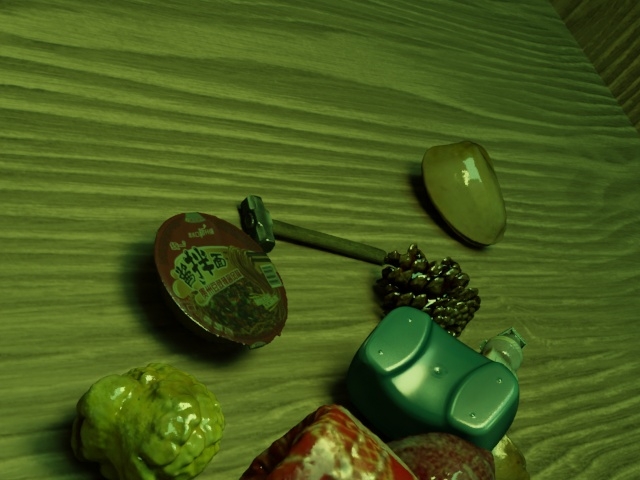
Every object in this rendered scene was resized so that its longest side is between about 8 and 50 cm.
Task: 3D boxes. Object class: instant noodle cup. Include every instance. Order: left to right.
[{"bbox_3d":[-0.186,0.083,1.922,0.274,0.091,0.274,28,38,-25],"label":"instant noodle cup"}]

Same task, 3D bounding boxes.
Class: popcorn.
[{"bbox_3d":[-0.245,0.251,1.594,0.203,0.200,0.226,36,33,-25],"label":"popcorn"}]

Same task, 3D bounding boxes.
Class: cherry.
[{"bbox_3d":[0.159,0.420,1.802,0.300,0.203,0.230,-37,45,-19],"label":"cherry"}]

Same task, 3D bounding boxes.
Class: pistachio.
[{"bbox_3d":[0.333,-0.104,2.627,0.212,0.163,0.261,-19,81,-32],"label":"pistachio"}]

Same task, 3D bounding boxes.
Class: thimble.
[{"bbox_3d":[-0.022,0.406,1.551,0.230,0.350,0.350,44,34,-2],"label":"thimble"}]

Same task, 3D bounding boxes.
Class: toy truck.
[{"bbox_3d":[0.334,0.249,2.225,0.108,0.140,0.256,48,13,3],"label":"toy truck"}]

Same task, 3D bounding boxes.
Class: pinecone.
[{"bbox_3d":[0.210,0.107,2.257,0.184,0.179,0.204,44,9,-44],"label":"pinecone"}]

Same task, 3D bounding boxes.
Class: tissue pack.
[{"bbox_3d":[0.193,0.273,1.999,0.287,0.206,0.198,31,54,18],"label":"tissue pack"}]

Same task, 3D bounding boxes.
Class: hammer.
[{"bbox_3d":[0.000,0.000,2.256,0.365,0.043,0.111,14,44,-40],"label":"hammer"}]

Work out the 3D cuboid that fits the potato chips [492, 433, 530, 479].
[{"bbox_3d":[0.293,0.404,2.125,0.208,0.062,0.195,-5,49,-49],"label":"potato chips"}]
